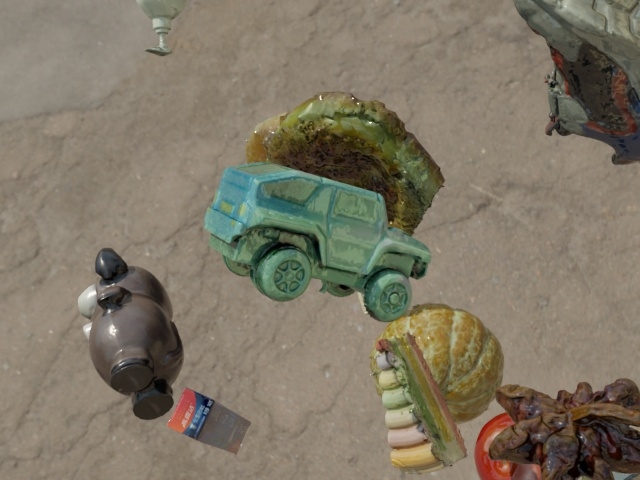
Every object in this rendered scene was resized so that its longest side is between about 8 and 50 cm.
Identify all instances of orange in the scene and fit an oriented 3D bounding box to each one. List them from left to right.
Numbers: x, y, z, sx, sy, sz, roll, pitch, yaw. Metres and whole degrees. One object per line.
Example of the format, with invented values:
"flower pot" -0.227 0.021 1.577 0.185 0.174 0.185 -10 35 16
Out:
"orange" 0.284 0.313 1.788 0.329 0.329 0.249 -5 30 20

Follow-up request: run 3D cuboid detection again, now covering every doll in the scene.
"doll" -0.252 0.125 0.995 0.117 0.182 0.257 -27 38 -8

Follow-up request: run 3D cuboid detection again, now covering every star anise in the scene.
"star anise" 0.220 0.139 0.540 0.191 0.070 0.097 -6 36 4

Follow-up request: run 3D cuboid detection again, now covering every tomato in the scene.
"tomato" 0.388 0.424 1.413 0.195 0.136 0.195 -17 66 42

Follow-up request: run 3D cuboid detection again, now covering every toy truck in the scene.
"toy truck" 0.000 0.000 0.928 0.155 0.279 0.156 25 100 61

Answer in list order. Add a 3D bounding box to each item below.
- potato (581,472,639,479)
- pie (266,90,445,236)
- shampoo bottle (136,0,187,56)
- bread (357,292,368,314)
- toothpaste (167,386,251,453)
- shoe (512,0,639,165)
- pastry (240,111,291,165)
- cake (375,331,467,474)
"potato" 0.495 0.379 1.211 0.122 0.061 0.086 -24 31 -14
"pie" 0.047 -0.112 1.218 0.288 0.354 0.103 31 65 0
"shampoo bottle" -0.184 -0.289 0.848 0.045 0.077 0.152 -3 93 27
"bread" 0.141 0.149 1.849 0.083 0.035 0.070 -10 65 -3
"toothpaste" -0.205 0.353 1.407 0.066 0.320 0.076 21 73 13
"shoe" 0.227 -0.143 0.605 0.227 0.125 0.099 39 59 -8
"pastry" -0.070 -0.165 1.631 0.121 0.235 0.257 -27 7 -39
"cake" 0.142 0.265 1.183 0.090 0.109 0.225 -35 66 32
